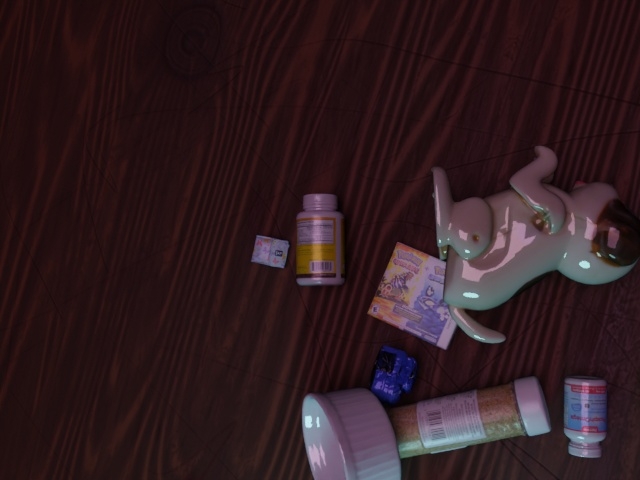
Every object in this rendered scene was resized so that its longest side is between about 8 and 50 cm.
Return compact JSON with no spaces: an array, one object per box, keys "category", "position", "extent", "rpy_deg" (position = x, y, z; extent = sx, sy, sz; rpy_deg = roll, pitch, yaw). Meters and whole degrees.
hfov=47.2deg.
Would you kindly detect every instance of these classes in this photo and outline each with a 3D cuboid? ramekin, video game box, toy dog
[{"category":"ramekin","position":[0.067,0.456,1.605],"extent":[0.135,0.277,0.277],"rpy_deg":[-11,80,-18]},{"category":"video game box","position":[0.237,0.127,1.696],"extent":[0.205,0.048,0.187],"rpy_deg":[23,90,18]},{"category":"toy dog","position":[0.446,-0.004,1.509],"extent":[0.408,0.284,0.395],"rpy_deg":[-6,70,9]}]

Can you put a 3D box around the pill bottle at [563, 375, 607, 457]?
[{"category":"pill bottle","position":[0.559,0.370,1.546],"extent":[0.087,0.087,0.160],"rpy_deg":[0,85,18]}]

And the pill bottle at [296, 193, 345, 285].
[{"category":"pill bottle","position":[0.000,0.000,1.747],"extent":[0.117,0.117,0.215],"rpy_deg":[-2,84,18]}]

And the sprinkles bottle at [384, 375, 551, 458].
[{"category":"sprinkles bottle","position":[0.314,0.392,1.607],"extent":[0.355,0.121,0.121],"rpy_deg":[-16,81,17]}]

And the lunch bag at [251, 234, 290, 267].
[{"category":"lunch bag","position":[-0.123,0.027,1.820],"extent":[0.083,0.053,0.071],"rpy_deg":[13,91,10]}]

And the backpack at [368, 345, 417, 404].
[{"category":"backpack","position":[0.163,0.312,1.660],"extent":[0.101,0.098,0.120],"rpy_deg":[14,70,21]}]
